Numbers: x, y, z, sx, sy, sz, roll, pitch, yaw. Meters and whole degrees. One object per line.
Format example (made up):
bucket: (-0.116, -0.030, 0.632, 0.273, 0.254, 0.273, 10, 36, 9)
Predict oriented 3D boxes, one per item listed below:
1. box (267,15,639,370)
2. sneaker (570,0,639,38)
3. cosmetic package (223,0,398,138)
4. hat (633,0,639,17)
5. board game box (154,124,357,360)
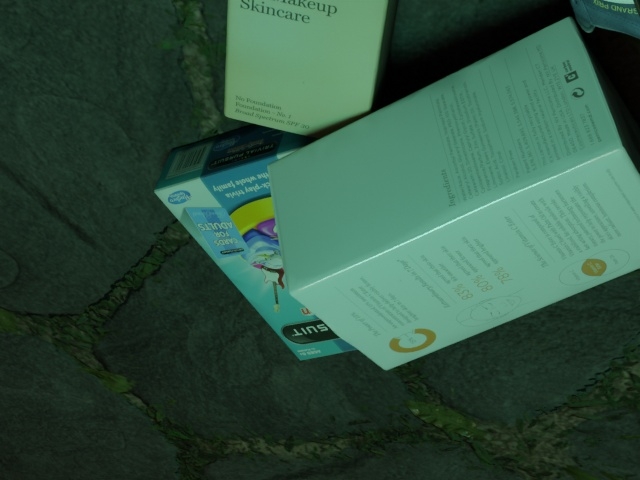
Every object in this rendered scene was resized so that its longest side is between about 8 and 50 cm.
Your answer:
box: (0.153, -0.034, 1.257, 0.345, 0.168, 0.215, -24, 143, 19)
sneaker: (0.240, -0.270, 1.104, 0.350, 0.131, 0.148, 39, 155, -11)
cosmetic package: (-0.003, -0.249, 1.216, 0.160, 0.113, 0.309, 12, 140, 6)
hat: (0.400, -0.230, 0.966, 0.331, 0.134, 0.331, -10, 120, -19)
board game box: (0.000, 0.000, 1.518, 0.254, 0.079, 0.336, -14, 130, 32)
